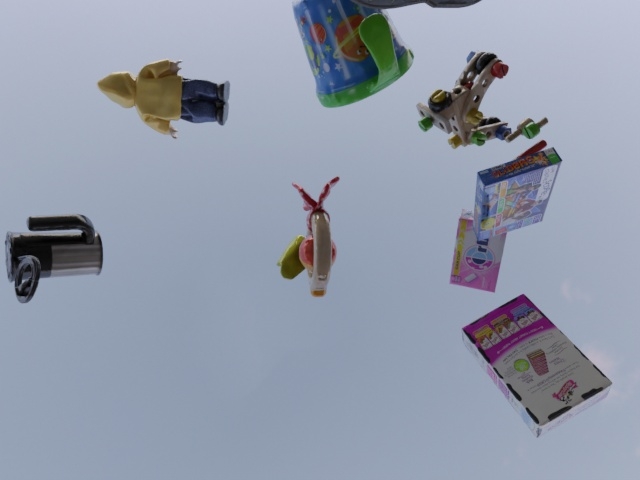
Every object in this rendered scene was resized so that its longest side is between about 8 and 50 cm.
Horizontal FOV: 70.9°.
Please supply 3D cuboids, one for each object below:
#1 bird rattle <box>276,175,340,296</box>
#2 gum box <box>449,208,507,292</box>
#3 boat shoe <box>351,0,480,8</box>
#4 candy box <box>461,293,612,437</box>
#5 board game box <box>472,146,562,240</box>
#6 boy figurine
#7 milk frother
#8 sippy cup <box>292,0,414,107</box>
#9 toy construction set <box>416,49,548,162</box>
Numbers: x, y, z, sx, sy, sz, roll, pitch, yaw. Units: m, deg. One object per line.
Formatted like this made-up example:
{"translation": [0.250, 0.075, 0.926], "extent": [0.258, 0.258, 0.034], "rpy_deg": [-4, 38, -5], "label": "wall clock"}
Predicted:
{"translation": [0.000, 0.000, 0.957], "extent": [0.143, 0.254, 0.207], "rpy_deg": [5, -141, -16], "label": "bird rattle"}
{"translation": [0.374, 0.029, 1.066], "extent": [0.107, 0.189, 0.062], "rpy_deg": [10, -151, 21], "label": "gum box"}
{"translation": [0.129, -0.417, 0.661], "extent": [0.307, 0.110, 0.105], "rpy_deg": [-11, -96, -34], "label": "boat shoe"}
{"translation": [0.416, 0.239, 0.892], "extent": [0.159, 0.071, 0.233], "rpy_deg": [-28, -135, -3], "label": "candy box"}
{"translation": [0.363, -0.079, 0.849], "extent": [0.136, 0.201, 0.035], "rpy_deg": [-17, -122, 5], "label": "board game box"}
{"translation": [-0.356, -0.324, 1.030], "extent": [0.285, 0.092, 0.177], "rpy_deg": [5, -63, -3], "label": "boy figurine"}
{"translation": [-0.430, 0.039, 0.739], "extent": [0.134, 0.129, 0.143], "rpy_deg": [-3, -118, -40], "label": "milk frother"}
{"translation": [0.056, -0.449, 0.980], "extent": [0.240, 0.305, 0.224], "rpy_deg": [-52, -53, -33], "label": "sippy cup"}
{"translation": [0.388, -0.293, 1.153], "extent": [0.237, 0.257, 0.309], "rpy_deg": [-36, -109, -7], "label": "toy construction set"}
